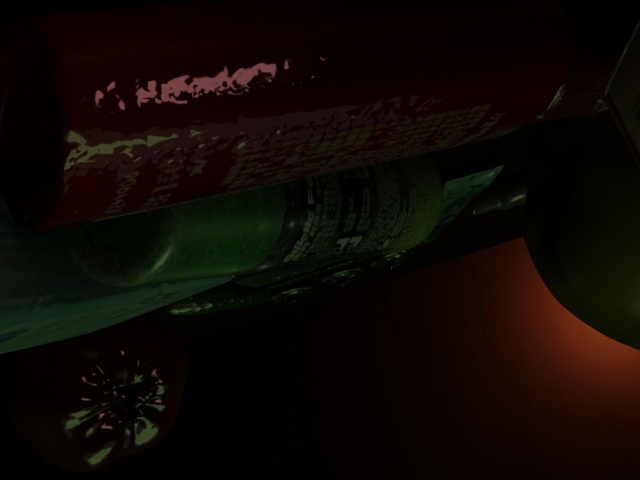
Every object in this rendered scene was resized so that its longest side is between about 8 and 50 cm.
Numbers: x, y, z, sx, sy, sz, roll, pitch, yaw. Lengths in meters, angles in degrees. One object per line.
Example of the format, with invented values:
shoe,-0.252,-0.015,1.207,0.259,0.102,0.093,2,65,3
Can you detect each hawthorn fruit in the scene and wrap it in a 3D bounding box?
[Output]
hawthorn fruit,-0.276,0.154,1.087,0.208,0.208,0.248,-13,-164,-31

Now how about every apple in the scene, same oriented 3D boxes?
apple,0.282,-0.041,0.684,0.262,0.262,0.262,-17,173,-2

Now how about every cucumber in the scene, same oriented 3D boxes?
cucumber,-0.125,0.073,1.360,0.250,0.056,0.056,-9,169,-47

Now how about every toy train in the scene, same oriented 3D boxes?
toy train,0.000,0.000,0.946,0.225,0.090,0.137,-19,166,18

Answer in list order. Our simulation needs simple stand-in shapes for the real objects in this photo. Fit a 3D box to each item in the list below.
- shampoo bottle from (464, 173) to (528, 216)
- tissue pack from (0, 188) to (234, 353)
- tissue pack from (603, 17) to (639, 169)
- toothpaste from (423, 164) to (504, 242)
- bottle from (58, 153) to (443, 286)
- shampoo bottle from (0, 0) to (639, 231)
shampoo bottle,0.276,-0.068,1.271,0.165,0.040,0.080,-17,175,-15
tissue pack,-0.198,0.024,0.619,0.177,0.089,0.263,-20,175,29
tissue pack,0.217,-0.059,0.325,0.124,0.185,0.225,-17,156,-9
toothpaste,0.157,-0.043,1.175,0.074,0.048,0.297,-17,171,-10
bottle,-0.024,-0.028,0.607,0.093,0.093,0.330,-21,172,30
shampoo bottle,0.015,-0.072,0.414,0.314,0.076,0.118,-14,172,-30
